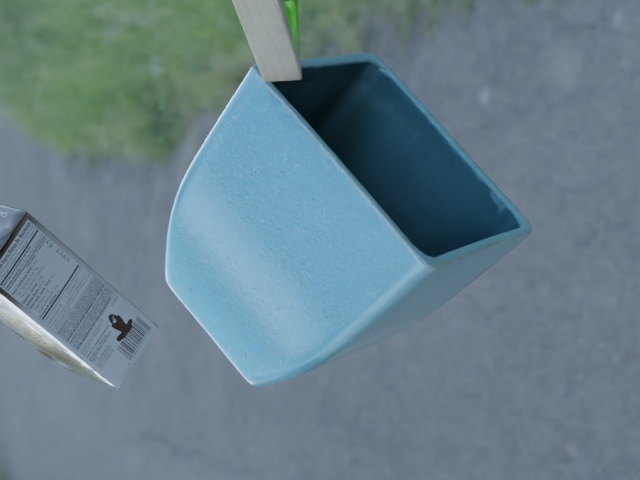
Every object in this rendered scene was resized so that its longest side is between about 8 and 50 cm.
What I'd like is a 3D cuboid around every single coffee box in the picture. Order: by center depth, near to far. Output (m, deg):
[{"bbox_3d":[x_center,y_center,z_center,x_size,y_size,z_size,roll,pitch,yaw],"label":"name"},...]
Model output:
[{"bbox_3d":[-0.332,0.063,2.053,0.141,0.246,0.098,11,63,49],"label":"coffee box"}]

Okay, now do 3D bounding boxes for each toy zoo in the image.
[{"bbox_3d":[-0.040,-0.273,1.143,0.192,0.030,0.293,69,-161,-78],"label":"toy zoo"}]

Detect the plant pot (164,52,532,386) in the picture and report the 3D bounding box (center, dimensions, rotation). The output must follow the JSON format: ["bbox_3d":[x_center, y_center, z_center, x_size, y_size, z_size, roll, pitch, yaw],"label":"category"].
[{"bbox_3d":[0.000,0.000,1.633,0.252,0.247,0.248,-48,-15,26],"label":"plant pot"}]
